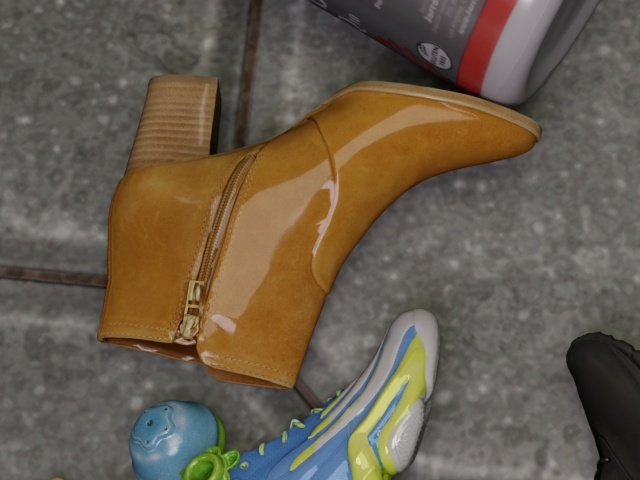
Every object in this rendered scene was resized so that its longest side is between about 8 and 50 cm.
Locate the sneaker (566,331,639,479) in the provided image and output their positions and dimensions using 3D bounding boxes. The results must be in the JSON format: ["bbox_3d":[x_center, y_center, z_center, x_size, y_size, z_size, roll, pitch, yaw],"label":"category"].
[{"bbox_3d":[0.218,0.194,1.254,0.130,0.109,0.286,-26,69,2],"label":"sneaker"}]

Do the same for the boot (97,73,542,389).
[{"bbox_3d":[-0.001,0.000,1.327,0.295,0.104,0.211,4,77,7],"label":"boot"}]

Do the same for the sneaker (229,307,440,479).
[{"bbox_3d":[-0.004,0.144,1.276,0.126,0.091,0.240,18,74,7],"label":"sneaker"}]

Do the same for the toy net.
[{"bbox_3d":[-0.150,0.202,1.266,0.232,0.045,0.122,-42,43,-2],"label":"toy net"}]

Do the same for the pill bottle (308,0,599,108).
[{"bbox_3d":[0.033,-0.265,1.347,0.363,0.210,0.210,32,75,11],"label":"pill bottle"}]
